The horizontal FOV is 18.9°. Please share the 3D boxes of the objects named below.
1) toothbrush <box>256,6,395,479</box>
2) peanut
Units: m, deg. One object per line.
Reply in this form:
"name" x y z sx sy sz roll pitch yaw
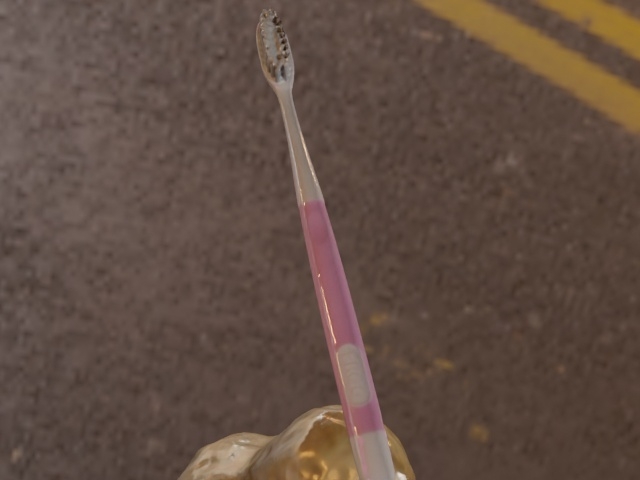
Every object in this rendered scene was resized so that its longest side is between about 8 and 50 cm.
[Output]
"toothbrush" 0.000 0.000 1.045 0.020 0.025 0.286 -12 69 -4
"peanut" -0.029 0.182 1.331 0.123 0.257 0.123 15 59 -26
